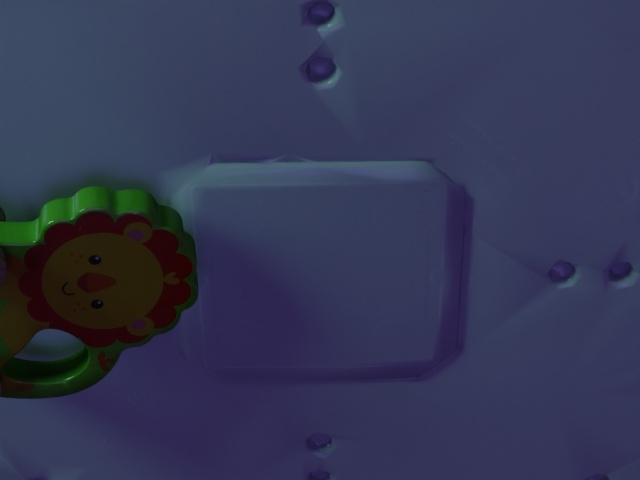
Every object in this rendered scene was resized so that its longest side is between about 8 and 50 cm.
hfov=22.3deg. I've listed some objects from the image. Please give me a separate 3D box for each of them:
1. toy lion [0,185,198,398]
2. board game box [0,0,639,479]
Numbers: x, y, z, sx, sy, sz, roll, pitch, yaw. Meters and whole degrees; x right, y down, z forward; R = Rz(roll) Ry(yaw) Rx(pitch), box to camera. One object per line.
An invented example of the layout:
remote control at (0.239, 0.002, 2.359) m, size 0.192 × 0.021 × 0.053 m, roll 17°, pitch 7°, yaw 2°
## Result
toy lion at (-0.096, 0.022, 0.621) m, size 0.096 × 0.034 × 0.100 m, roll 3°, pitch 130°, yaw -12°
board game box at (0.000, 0.000, 0.654) m, size 0.390 × 0.050 × 0.390 m, roll -38°, pitch 120°, yaw 27°
